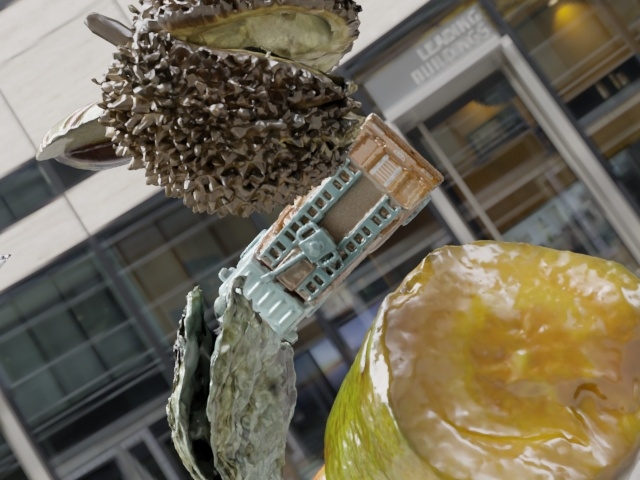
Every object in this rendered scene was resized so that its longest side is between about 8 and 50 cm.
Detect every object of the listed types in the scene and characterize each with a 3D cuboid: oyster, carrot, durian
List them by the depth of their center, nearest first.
[{"bbox_3d":[-0.063,-0.115,0.652,0.196,0.196,0.167,-26,-18,-40],"label":"durian"},{"bbox_3d":[0.129,0.166,0.823,0.242,0.241,0.340,-28,-27,-30],"label":"carrot"},{"bbox_3d":[-0.084,0.163,0.986,0.112,0.198,0.267,-2,-41,8],"label":"oyster"}]

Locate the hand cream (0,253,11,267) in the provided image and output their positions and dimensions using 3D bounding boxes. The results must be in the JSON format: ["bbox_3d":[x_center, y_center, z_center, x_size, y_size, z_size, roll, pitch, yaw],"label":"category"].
[{"bbox_3d":[-0.626,0.114,1.567,0.121,0.076,0.336,-2,30,13],"label":"hand cream"}]

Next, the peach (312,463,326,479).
[{"bbox_3d":[0.082,0.392,1.350,0.231,0.231,0.231,-33,-8,-5],"label":"peach"}]

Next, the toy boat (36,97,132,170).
[{"bbox_3d":[-0.376,-0.206,1.724,0.276,0.111,0.293,-19,-7,0],"label":"toy boat"}]

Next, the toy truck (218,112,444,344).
[{"bbox_3d":[0.000,0.000,1.224,0.305,0.136,0.162,-47,1,29],"label":"toy truck"}]
